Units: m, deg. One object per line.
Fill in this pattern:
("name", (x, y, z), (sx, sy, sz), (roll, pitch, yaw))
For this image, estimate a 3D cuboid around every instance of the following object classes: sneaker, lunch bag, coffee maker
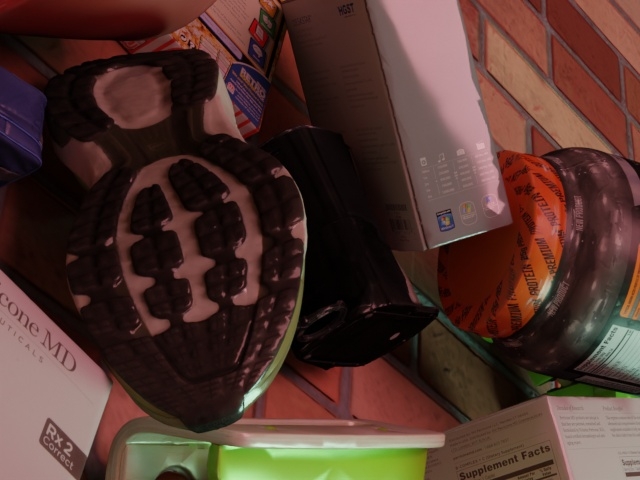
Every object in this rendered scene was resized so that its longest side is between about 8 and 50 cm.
("sneaker", (-0.085, 0.020, 1.247), (0.410, 0.158, 0.182), (-109, -176, -57))
("lunch bag", (-0.237, -0.080, 1.250), (0.098, 0.067, 0.065), (32, 42, -42))
("coffee maker", (0.000, 0.000, 1.482), (0.178, 0.120, 0.171), (64, 3, 21))

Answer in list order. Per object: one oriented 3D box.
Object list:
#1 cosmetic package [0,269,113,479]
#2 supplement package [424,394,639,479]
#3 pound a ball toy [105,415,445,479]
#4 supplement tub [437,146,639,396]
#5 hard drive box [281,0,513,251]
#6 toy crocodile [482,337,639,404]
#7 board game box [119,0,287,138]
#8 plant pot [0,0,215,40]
("cosmetic package", (-0.236, 0.119, 1.018), (0.151, 0.151, 0.184), (49, 33, -27))
("supplement package", (0.184, 0.227, 1.541), (0.262, 0.204, 0.145), (8, 63, -55))
("pound a ball toy", (-0.051, 0.228, 1.282), (0.319, 0.136, 0.208), (8, 87, -55))
("supplement tub", (0.289, 0.037, 1.646), (0.338, 0.207, 0.207), (15, 52, -24))
("hard drive box", (0.062, -0.113, 1.576), (0.089, 0.181, 0.232), (-17, 98, -21))
("toy crocodile", (0.239, 0.114, 1.799), (0.105, 0.115, 0.340), (-6, 73, -59))
("board game box", (-0.096, -0.194, 1.577), (0.147, 0.045, 0.193), (47, 34, -27))
("plant pot", (-0.185, -0.261, 1.302), (0.243, 0.275, 0.275), (13, 57, -64))
